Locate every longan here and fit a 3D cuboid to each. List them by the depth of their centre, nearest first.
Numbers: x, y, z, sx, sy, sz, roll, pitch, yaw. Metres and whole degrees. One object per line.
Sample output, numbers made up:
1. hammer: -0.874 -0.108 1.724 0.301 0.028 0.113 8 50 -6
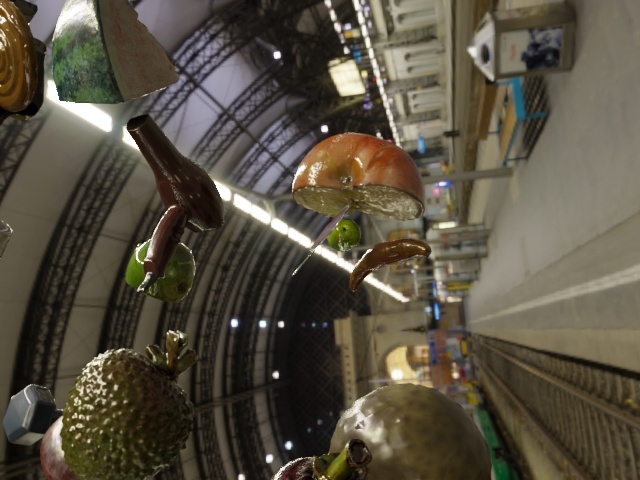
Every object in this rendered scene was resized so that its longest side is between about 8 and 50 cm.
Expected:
1. longan: 0.209 0.536 1.524 0.391 0.390 0.392 -6 -90 -79

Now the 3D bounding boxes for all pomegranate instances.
1. pomegranate: -0.449 0.067 1.851 0.241 0.189 0.159 -137 70 -76

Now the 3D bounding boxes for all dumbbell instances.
1. dumbbell: -0.715 0.514 1.818 0.324 0.160 0.144 30 -144 -46

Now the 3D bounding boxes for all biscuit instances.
1. biscuit: -0.738 -0.428 1.490 0.037 0.261 0.262 -18 -76 -49

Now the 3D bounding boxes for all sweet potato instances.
1. sweet potato: 0.147 0.041 1.451 0.058 0.255 0.078 -7 -106 -48

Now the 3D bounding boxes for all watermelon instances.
1. watermelon: -0.458 -0.361 1.396 0.292 0.283 0.251 32 -122 -30

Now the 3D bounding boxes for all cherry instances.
1. cherry: -0.584 0.536 1.620 0.230 0.300 0.203 -52 -35 -30

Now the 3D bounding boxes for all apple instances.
1. apple: 0.089 -0.152 1.412 0.251 0.292 0.163 48 -133 -68

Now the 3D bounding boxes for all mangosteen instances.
1. mangosteen: 0.015 0.456 1.106 0.289 0.231 0.231 -60 -3 14

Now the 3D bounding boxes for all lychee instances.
1. lychee: -0.398 0.356 1.348 0.320 0.269 0.270 -74 -23 -45

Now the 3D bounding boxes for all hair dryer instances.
1. hair dryer: -0.342 -0.054 1.354 0.313 0.123 0.341 56 -142 -41

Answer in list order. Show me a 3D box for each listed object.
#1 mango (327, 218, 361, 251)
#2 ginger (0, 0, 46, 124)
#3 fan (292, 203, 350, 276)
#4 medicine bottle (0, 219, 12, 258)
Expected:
1. mango: 0.053 -0.009 1.450 0.108 0.073 0.056 90 174 -59
2. ginger: -0.911 -0.477 1.681 0.358 0.211 0.414 -27 -73 -36
3. fan: 0.000 0.000 0.871 0.133 0.005 0.085 -53 7 -28
4. medicine bottle: -0.851 0.096 1.443 0.340 0.208 0.208 -64 -10 4
